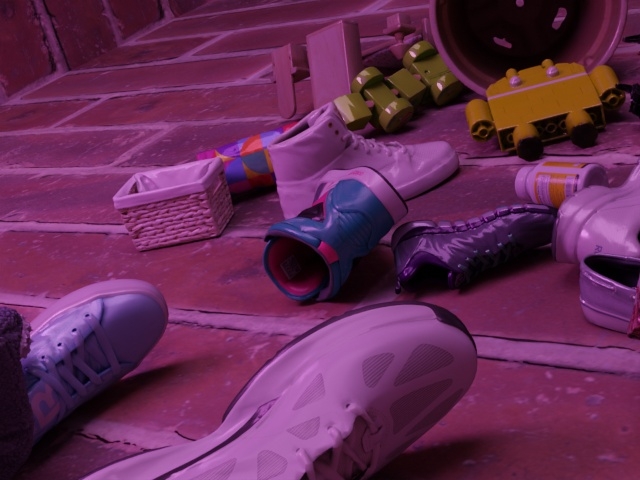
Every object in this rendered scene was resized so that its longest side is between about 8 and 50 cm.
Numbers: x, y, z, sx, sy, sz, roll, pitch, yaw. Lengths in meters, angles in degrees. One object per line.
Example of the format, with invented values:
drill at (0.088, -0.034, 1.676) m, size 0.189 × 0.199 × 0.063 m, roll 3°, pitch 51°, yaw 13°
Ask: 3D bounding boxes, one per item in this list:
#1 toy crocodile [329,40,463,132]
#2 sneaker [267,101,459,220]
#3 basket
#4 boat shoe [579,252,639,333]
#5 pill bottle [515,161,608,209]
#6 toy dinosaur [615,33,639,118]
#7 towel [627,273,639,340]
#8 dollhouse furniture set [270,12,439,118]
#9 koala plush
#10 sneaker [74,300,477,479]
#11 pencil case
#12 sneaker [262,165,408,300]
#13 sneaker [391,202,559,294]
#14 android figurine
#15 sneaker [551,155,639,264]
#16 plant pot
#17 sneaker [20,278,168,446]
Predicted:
toy crocodile at (0.158, -0.274, 2.062) m, size 0.340 × 0.105 × 0.115 m, roll -29°, pitch 66°, yaw -29°
sneaker at (0.065, -0.139, 1.712) m, size 0.292 × 0.169 × 0.108 m, roll -20°, pitch 20°, yaw -10°
basket at (-0.236, -0.059, 1.832) m, size 0.167 × 0.103 × 0.113 m, roll -10°, pitch 23°, yaw 17°
boat shoe at (0.358, 0.056, 1.145) m, size 0.079 × 0.081 × 0.227 m, roll -32°, pitch 26°, yaw -32°
pill bottle at (0.322, -0.074, 1.501) m, size 0.065 × 0.065 × 0.116 m, roll -34°, pitch 28°, yaw -35°
toy dinosaur at (0.575, -0.248, 1.677) m, size 0.218 × 0.164 × 0.322 m, roll -5°, pitch 1°, yaw -18°
towel at (0.430, 0.036, 1.075) m, size 0.237 × 0.037 × 0.329 m, roll 19°, pitch 32°, yaw 11°
dollhouse furniture set at (0.129, -0.319, 2.265) m, size 0.355 × 0.174 × 0.303 m, roll 2°, pitch -11°, yaw -45°
koala plush at (-0.394, 0.148, 1.182) m, size 0.196 × 0.203 × 0.221 m, roll -18°, pitch 28°, yaw -10°
sneaker at (-0.012, 0.238, 0.941) m, size 0.447 × 0.169 × 0.257 m, roll -31°, pitch 33°, yaw -11°
pencil case at (-0.094, -0.134, 1.921) m, size 0.236 × 0.104 × 0.104 m, roll -14°, pitch 22°, yaw 3°
sneaker at (0.000, 0.000, 1.507) m, size 0.178 × 0.124 × 0.295 m, roll -41°, pitch 5°, yaw -12°
sneaker at (0.199, 0.021, 1.391) m, size 0.223 × 0.083 × 0.098 m, roll -10°, pitch 50°, yaw 16°
android figurine at (0.357, -0.220, 1.794) m, size 0.248 × 0.056 × 0.273 m, roll -13°, pitch 32°, yaw 10°
sneaker at (0.411, -0.036, 1.332) m, size 0.297 × 0.111 × 0.129 m, roll -33°, pitch 42°, yaw -26°
plant pot at (0.370, -0.428, 2.034) m, size 0.333 × 0.334 × 0.305 m, roll -13°, pitch 11°, yaw 10°
sneaker at (-0.329, 0.182, 1.319) m, size 0.366 × 0.135 × 0.150 m, roll -32°, pitch 30°, yaw -10°
